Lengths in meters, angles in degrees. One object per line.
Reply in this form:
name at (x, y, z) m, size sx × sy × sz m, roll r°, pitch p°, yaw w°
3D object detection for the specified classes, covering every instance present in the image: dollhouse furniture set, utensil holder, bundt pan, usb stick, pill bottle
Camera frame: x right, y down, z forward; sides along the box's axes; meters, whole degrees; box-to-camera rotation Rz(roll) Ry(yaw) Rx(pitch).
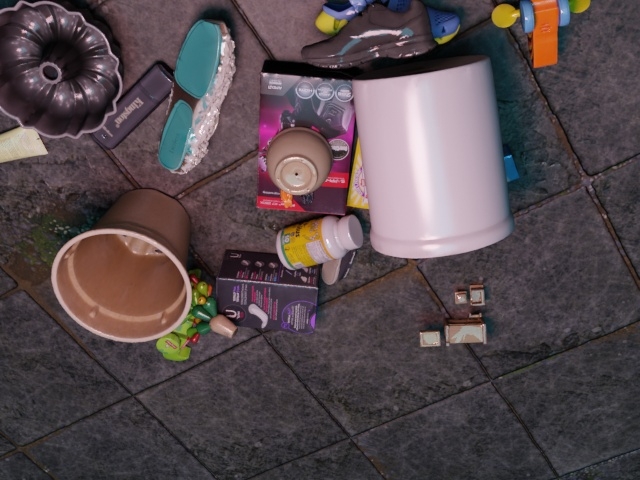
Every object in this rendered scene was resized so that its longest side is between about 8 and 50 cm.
dollhouse furniture set at (0.367, 0.205, 2.153) m, size 0.182 × 0.101 × 0.160 m, roll -3°, pitch 98°, yaw 6°
utensil holder at (0.247, -0.194, 1.704) m, size 0.328 × 0.327 × 0.385 m, roll -7°, pitch 107°, yaw 8°
bundt pan at (-0.608, -0.410, 1.775) m, size 0.331 × 0.124 × 0.330 m, roll 1°, pitch 123°, yaw 2°
usb stick at (-0.453, -0.325, 1.866) m, size 0.278 × 0.045 × 0.077 m, roll -37°, pitch 114°, yaw 24°
pill bottle at (0.000, 0.000, 1.983) m, size 0.209 × 0.117 × 0.117 m, roll -15°, pitch 122°, yaw 27°

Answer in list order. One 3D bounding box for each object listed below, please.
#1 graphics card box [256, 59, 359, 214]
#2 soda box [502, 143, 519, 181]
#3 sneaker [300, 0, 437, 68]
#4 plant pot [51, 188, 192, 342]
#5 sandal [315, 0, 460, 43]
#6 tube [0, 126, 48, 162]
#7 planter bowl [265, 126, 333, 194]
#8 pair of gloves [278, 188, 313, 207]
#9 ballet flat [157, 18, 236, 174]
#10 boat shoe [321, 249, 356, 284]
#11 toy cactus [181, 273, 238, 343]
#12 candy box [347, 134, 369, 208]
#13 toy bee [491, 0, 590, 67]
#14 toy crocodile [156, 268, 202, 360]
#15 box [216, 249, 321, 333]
graphics card box at (-0.035, -0.243, 1.867) m, size 0.233 × 0.094 × 0.370 m, roll 6°, pitch 122°, yaw 0°
soda box at (0.381, -0.162, 1.909) m, size 0.210 × 0.067 × 0.071 m, roll -20°, pitch 119°, yaw 16°
sneaker at (0.096, -0.435, 1.613) m, size 0.287 × 0.109 × 0.130 m, roll -9°, pitch 105°, yaw 8°
plant pot at (-0.464, 0.032, 1.942) m, size 0.334 × 0.305 × 0.333 m, roll 2°, pitch 123°, yaw 3°
sandal at (0.152, -0.506, 1.674) m, size 0.318 × 0.126 × 0.138 m, roll 7°, pitch 119°, yaw -3°
tube at (-0.823, -0.229, 1.947) m, size 0.240 × 0.062 × 0.070 m, roll -15°, pitch 164°, yaw 7°
planter bowl at (-0.052, -0.172, 1.788) m, size 0.162 × 0.109 × 0.162 m, roll 1°, pitch 119°, yaw 2°
pair of gloves at (-0.060, -0.118, 1.888) m, size 0.083 × 0.010 × 0.074 m, roll -8°, pitch 120°, yaw 7°
ballet flat at (-0.280, -0.342, 1.804) m, size 0.147 × 0.147 × 0.408 m, roll 21°, pitch 123°, yaw -10°
boat shoe at (0.064, 0.026, 2.066) m, size 0.065 × 0.075 × 0.206 m, roll -8°, pitch 129°, yaw -45°
toy cactus at (-0.305, 0.201, 2.018) m, size 0.181 × 0.112 × 0.219 m, roll 29°, pitch 121°, yaw 12°
candy box at (0.131, -0.172, 1.941) m, size 0.105 × 0.027 × 0.205 m, roll 9°, pitch 123°, yaw 1°
toy bee at (0.483, -0.526, 1.640) m, size 0.195 × 0.162 × 0.298 m, roll 3°, pitch 148°, yaw -8°
toy crocodile at (-0.388, 0.220, 2.173) m, size 0.105 × 0.115 × 0.340 m, roll 17°, pitch 124°, yaw -12°
box at (-0.139, 0.139, 2.086) m, size 0.271 × 0.143 × 0.165 m, roll 6°, pitch 123°, yaw 0°
